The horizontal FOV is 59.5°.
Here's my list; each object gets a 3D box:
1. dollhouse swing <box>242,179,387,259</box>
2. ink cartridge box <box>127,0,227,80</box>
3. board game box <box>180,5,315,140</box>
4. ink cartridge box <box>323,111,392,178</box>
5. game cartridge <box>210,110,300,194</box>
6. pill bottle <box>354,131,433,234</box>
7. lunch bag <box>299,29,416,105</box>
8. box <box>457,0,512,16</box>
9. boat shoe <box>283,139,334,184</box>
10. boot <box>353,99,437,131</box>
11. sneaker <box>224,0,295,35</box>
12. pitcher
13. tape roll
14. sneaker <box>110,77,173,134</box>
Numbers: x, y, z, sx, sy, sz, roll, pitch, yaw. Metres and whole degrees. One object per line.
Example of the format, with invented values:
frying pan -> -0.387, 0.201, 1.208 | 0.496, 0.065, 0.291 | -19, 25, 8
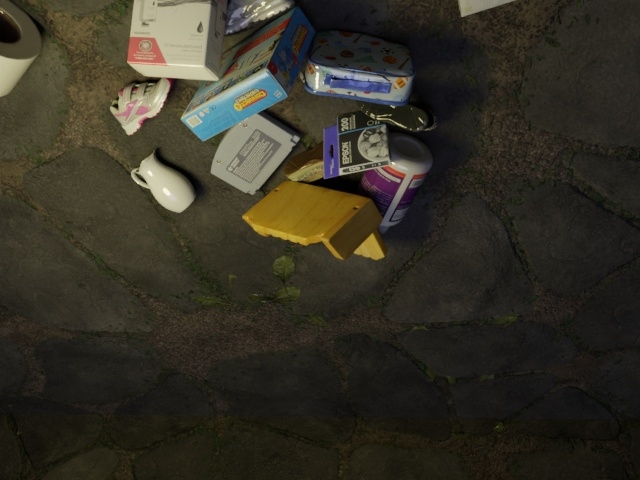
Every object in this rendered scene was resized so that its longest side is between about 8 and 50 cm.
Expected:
dollhouse swing -> 0.000, 0.000, 1.796 | 0.347, 0.315, 0.304 | 16, 136, 36
ink cartridge box -> -0.353, -0.560, 1.404 | 0.208, 0.117, 0.282 | 5, 89, 8
board game box -> -0.186, -0.436, 1.469 | 0.308, 0.301, 0.086 | -17, 130, 35
ink cartridge box -> 0.102, -0.293, 1.675 | 0.209, 0.206, 0.045 | -11, 147, 15
game cartridge -> -0.225, -0.289, 1.816 | 0.196, 0.060, 0.294 | 27, 130, -24
pill bottle -> 0.218, -0.173, 1.797 | 0.182, 0.181, 0.322 | 15, 133, -9
lunch bag -> 0.098, -0.457, 1.497 | 0.304, 0.243, 0.114 | 6, 133, -2
box -> 0.477, -0.671, 1.324 | 0.322, 0.058, 0.232 | -11, 160, 16
boat shoe -> 0.016, -0.256, 1.801 | 0.285, 0.104, 0.089 | -16, 140, 34
boot -> 0.223, -0.379, 1.628 | 0.237, 0.179, 0.085 | 30, 110, 18
sneaker -> -0.209, -0.622, 1.489 | 0.282, 0.105, 0.115 | -16, 107, 17
pitcher -> -0.539, -0.188, 1.907 | 0.207, 0.125, 0.178 | 47, 143, -20
tape roll -> -0.912, -0.535, 1.514 | 0.169, 0.246, 0.246 | -33, 123, 31
sneaker -> -0.544, -0.423, 1.683 | 0.252, 0.102, 0.111 | -31, 125, 28
